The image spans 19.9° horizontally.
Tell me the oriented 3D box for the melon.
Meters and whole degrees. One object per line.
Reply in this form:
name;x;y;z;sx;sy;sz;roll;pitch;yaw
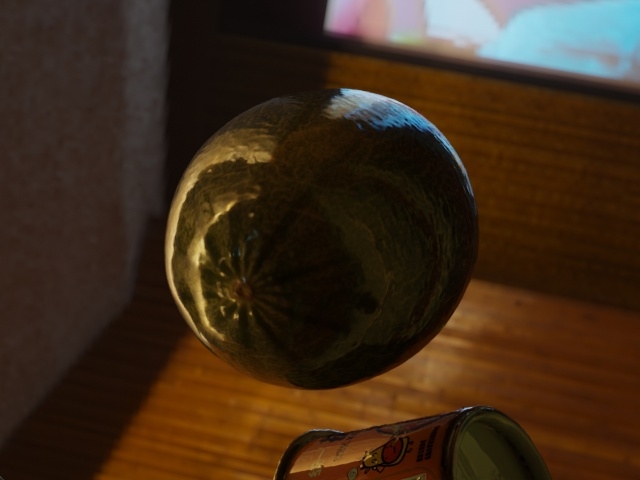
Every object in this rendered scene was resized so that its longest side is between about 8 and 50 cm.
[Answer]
melon;0.000;0.000;1.456;0.301;0.237;0.237;-26;-54;-63

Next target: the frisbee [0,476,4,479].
frisbee;-0.410;0.250;1.837;0.236;0.236;0.017;85;-164;-49

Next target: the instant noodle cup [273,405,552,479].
instant noodle cup;0.086;0.239;1.516;0.216;0.172;0.216;32;-133;-42
